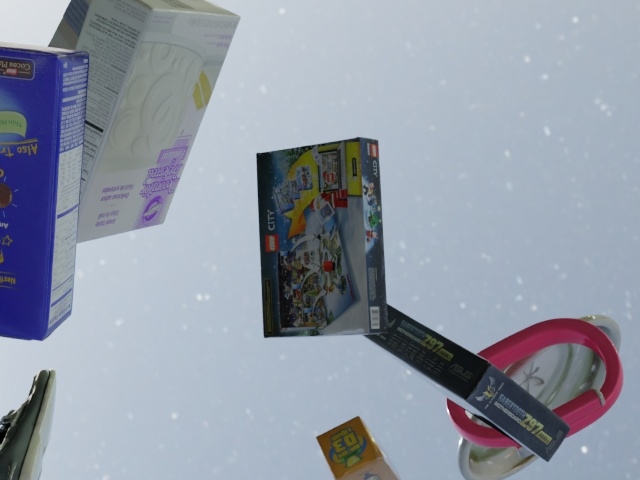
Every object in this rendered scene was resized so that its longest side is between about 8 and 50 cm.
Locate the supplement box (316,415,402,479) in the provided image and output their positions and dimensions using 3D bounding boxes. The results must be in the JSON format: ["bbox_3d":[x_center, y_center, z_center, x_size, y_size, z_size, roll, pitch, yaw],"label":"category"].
[{"bbox_3d":[0.062,0.331,1.788,0.078,0.233,0.080,-27,-112,0],"label":"supplement box"}]

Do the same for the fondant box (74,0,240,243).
[{"bbox_3d":[-0.252,-0.172,1.617,0.096,0.330,0.238,30,-162,18],"label":"fondant box"}]

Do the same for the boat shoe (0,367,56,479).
[{"bbox_3d":[-0.511,0.319,2.044,0.099,0.116,0.319,6,-149,-5],"label":"boat shoe"}]

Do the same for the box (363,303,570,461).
[{"bbox_3d":[0.179,0.174,1.514,0.059,0.183,0.232,-56,-145,-4],"label":"box"}]

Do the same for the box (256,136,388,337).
[{"bbox_3d":[0.000,0.000,1.458,0.159,0.233,0.044,-5,175,36],"label":"box"}]

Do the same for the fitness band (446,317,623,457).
[{"bbox_3d":[0.343,0.233,1.939,0.290,0.054,0.209,-26,-139,-2],"label":"fitness band"}]

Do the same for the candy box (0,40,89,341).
[{"bbox_3d":[-0.409,-0.067,1.347,0.268,0.317,0.122,8,-169,7],"label":"candy box"}]

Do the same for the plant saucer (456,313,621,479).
[{"bbox_3d":[0.383,0.275,2.233,0.400,0.400,0.100,-35,-126,-17],"label":"plant saucer"}]

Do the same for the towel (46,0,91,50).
[{"bbox_3d":[-0.355,-0.379,1.996,0.285,0.034,0.209,-58,-135,15],"label":"towel"}]
